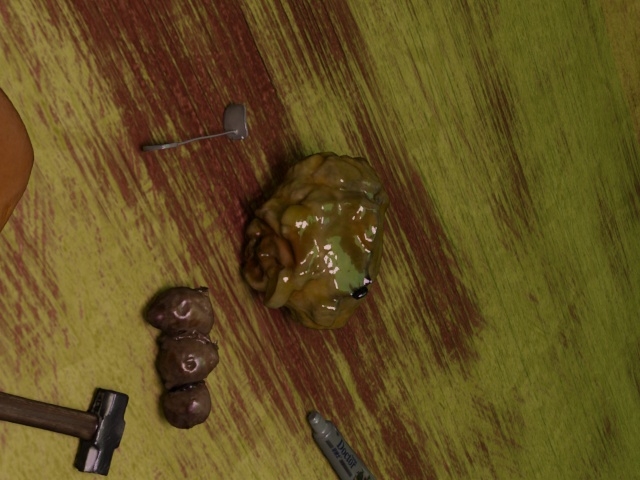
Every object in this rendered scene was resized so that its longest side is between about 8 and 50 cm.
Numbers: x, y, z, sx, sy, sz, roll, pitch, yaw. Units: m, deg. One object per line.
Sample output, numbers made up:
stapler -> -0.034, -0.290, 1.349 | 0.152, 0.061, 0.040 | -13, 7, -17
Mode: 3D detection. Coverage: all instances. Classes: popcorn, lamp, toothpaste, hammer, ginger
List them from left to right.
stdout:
hammer -> -0.396, 0.203, 1.070 | 0.365, 0.043, 0.111 | 27, 70, -43
ginger -> -0.196, 0.168, 1.267 | 0.104, 0.080, 0.204 | -7, 91, -35
lamp -> -0.186, -0.165, 1.316 | 0.198, 0.050, 0.056 | -21, 107, -50
popcorn -> 0.000, 0.000, 1.404 | 0.252, 0.215, 0.287 | 5, 88, -55
toothpaste -> 0.041, 0.389, 1.563 | 0.067, 0.037, 0.255 | -56, 131, -35

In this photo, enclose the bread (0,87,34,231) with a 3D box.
bread -> -0.404, -0.088, 0.948 | 0.162, 0.204, 0.262 | -16, 104, -45
